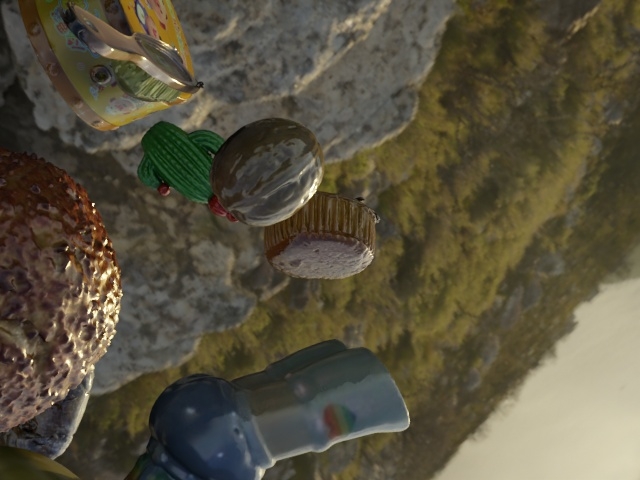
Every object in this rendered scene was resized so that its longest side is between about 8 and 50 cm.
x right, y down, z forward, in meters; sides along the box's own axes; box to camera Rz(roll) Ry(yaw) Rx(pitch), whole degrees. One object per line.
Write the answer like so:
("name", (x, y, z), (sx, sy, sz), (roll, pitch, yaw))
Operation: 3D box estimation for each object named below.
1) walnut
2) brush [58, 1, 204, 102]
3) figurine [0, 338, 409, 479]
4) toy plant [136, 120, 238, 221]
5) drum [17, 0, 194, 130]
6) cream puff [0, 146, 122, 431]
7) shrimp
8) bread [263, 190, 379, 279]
("walnut", (-0.073, -0.096, 1.135), (0.162, 0.140, 0.140), (-45, 156, -29))
("brush", (-0.197, -0.178, 0.838), (0.067, 0.072, 0.313), (-42, 178, 8))
("figurine", (-0.142, 0.155, 0.472), (0.382, 0.205, 0.225), (-30, -170, -32))
("toy plant", (-0.244, -0.145, 1.612), (0.088, 0.241, 0.154), (72, 38, -84))
("drum", (-0.465, -0.466, 1.817), (0.214, 0.431, 0.431), (-19, 152, 10))
("cream puff", (-0.356, 0.058, 0.919), (0.350, 0.229, 0.350), (4, 90, -67))
("shrimp", (-0.450, 0.213, 1.398), (0.116, 0.145, 0.342), (62, 45, -68))
("bread", (-0.001, 0.000, 1.391), (0.199, 0.104, 0.199), (3, 155, 2))
